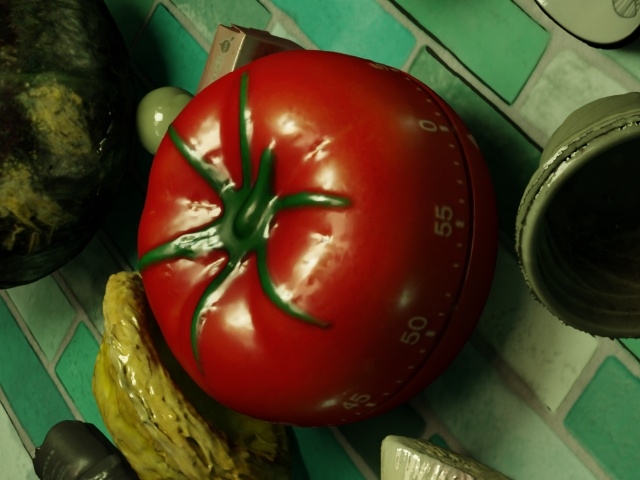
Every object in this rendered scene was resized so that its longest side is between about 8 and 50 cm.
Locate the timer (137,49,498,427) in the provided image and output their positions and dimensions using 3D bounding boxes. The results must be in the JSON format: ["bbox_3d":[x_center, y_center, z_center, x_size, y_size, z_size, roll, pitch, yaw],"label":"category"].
[{"bbox_3d":[0.000,0.000,1.637,0.378,0.279,0.377,-12,72,41],"label":"timer"}]

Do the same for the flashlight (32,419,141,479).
[{"bbox_3d":[-0.193,0.348,1.860,0.424,0.103,0.103,37,108,42],"label":"flashlight"}]

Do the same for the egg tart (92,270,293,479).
[{"bbox_3d":[-0.155,0.179,1.747,0.128,0.319,0.319,-38,53,12],"label":"egg tart"}]

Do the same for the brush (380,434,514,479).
[{"bbox_3d":[0.145,0.306,1.504,0.267,0.174,0.166,29,93,39],"label":"brush"}]

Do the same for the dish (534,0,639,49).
[{"bbox_3d":[0.264,-0.341,1.508,0.316,0.106,0.316,54,159,31],"label":"dish"}]

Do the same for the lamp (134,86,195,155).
[{"bbox_3d":[-0.152,-0.156,1.999,0.163,0.091,0.091,-14,70,31],"label":"lamp"}]

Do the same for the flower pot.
[{"bbox_3d":[0.275,-0.040,1.421,0.235,0.235,0.140,-51,23,26],"label":"flower pot"}]

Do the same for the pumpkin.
[{"bbox_3d":[-0.408,-0.163,2.074,0.454,0.344,0.454,-175,90,-77],"label":"pumpkin"}]

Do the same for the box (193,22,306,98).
[{"bbox_3d":[-0.088,-0.171,1.905,0.060,0.111,0.156,27,102,47],"label":"box"}]
